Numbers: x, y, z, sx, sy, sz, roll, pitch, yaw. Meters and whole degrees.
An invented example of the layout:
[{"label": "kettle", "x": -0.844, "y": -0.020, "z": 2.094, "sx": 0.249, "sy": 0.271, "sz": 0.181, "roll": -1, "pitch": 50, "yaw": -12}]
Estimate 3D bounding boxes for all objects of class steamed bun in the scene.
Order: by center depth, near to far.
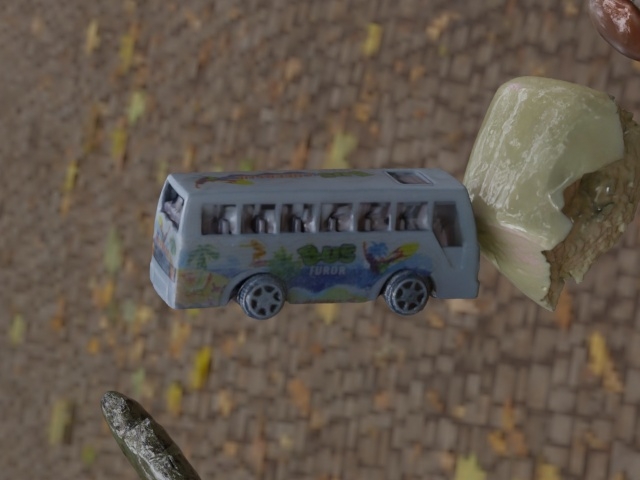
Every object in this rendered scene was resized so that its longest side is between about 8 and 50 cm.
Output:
[{"label": "steamed bun", "x": 0.256, "y": -0.053, "z": 1.893, "sx": 0.170, "sy": 0.200, "sz": 0.225, "roll": -13, "pitch": 52, "yaw": 59}]

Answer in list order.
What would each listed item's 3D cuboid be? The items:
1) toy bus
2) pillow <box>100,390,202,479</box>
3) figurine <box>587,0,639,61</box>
[{"label": "toy bus", "x": 0.000, "y": 0.000, "z": 1.794, "sx": 0.109, "sy": 0.329, "sz": 0.136, "roll": -140, "pitch": 51, "yaw": -63}, {"label": "pillow", "x": -0.170, "y": 0.262, "z": 2.027, "sx": 0.241, "sy": 0.051, "sz": 0.093, "roll": 55, "pitch": 156, "yaw": 9}, {"label": "figurine", "x": 0.346, "y": -0.269, "z": 1.505, "sx": 0.248, "sy": 0.276, "sz": 0.388, "roll": -41, "pitch": 6, "yaw": -13}]
